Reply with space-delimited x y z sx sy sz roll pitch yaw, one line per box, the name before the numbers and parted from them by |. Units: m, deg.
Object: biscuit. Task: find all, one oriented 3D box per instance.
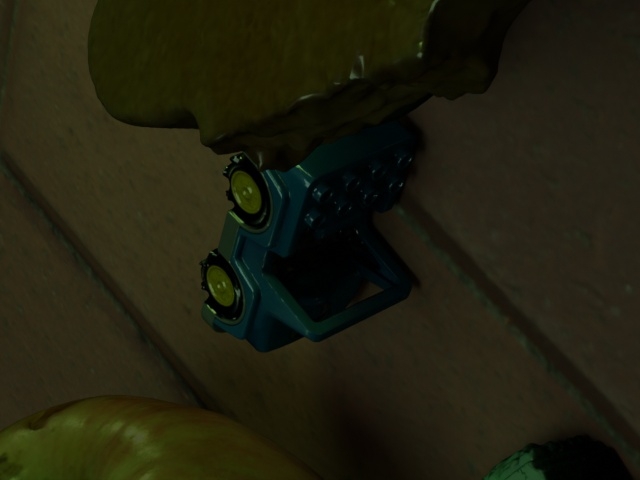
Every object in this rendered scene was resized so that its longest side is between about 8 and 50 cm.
biscuit | 0.015 -0.233 0.832 0.368 0.076 0.394 -24 63 49

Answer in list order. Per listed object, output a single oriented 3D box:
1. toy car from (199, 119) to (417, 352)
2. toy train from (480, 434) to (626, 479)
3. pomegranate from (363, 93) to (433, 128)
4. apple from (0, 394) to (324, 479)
toy car | 0.000 0.000 1.101 0.100 0.097 0.191 47 141 25
toy train | 0.124 0.176 1.064 0.172 0.070 0.099 -50 58 52
pomegranate | 0.028 -0.154 0.948 0.152 0.131 0.191 59 138 20
apple | -0.119 0.307 1.208 0.391 0.391 0.346 3 130 53
